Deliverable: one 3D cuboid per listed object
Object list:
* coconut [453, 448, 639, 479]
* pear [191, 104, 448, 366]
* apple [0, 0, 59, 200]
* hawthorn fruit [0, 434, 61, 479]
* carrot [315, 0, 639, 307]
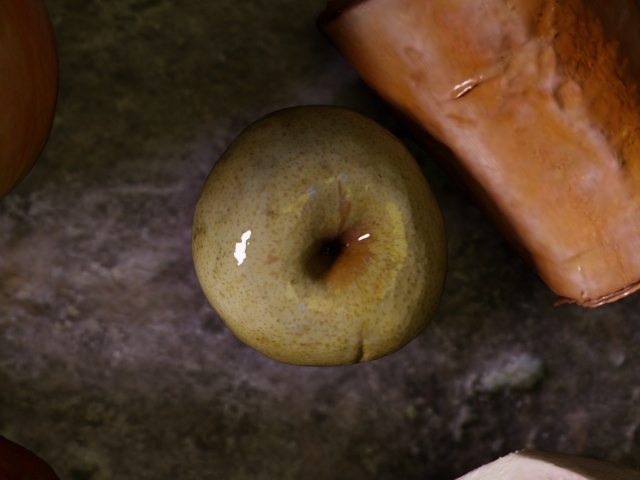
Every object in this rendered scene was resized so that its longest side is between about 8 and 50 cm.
[{"bbox_3d":[0.147,0.241,1.016,0.230,0.227,0.227,-45,100,-6],"label":"coconut"},{"bbox_3d":[0.000,0.000,1.029,0.167,0.136,0.167,0,92,-15],"label":"pear"},{"bbox_3d":[-0.284,-0.086,0.877,0.286,0.286,0.233,-38,102,-14],"label":"apple"},{"bbox_3d":[-0.241,0.223,0.923,0.205,0.205,0.253,10,91,-16],"label":"hawthorn fruit"},{"bbox_3d":[0.137,-0.081,1.053,0.196,0.196,0.254,-34,102,-15],"label":"carrot"}]
